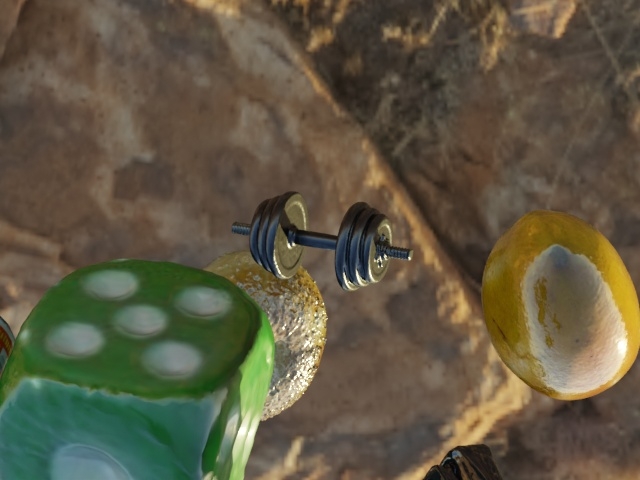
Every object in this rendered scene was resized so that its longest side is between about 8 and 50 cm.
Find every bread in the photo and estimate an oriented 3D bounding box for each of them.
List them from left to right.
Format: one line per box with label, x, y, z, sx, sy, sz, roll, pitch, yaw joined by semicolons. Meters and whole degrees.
bread;-0.114;0.167;2.198;0.306;0.159;0.305;-11;114;-27

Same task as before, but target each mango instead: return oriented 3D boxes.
mango;0.179;0.045;0.992;0.112;0.144;0.219;-24;159;2

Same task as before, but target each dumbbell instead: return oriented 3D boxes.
dumbbell;0.000;0.000;1.427;0.209;0.099;0.099;9;144;21

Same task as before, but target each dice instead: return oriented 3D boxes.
dice;-0.230;0.213;1.673;0.287;0.300;0.297;13;125;9

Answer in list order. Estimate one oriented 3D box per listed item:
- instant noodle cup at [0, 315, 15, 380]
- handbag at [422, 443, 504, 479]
instant noodle cup;-0.501;0.187;1.707;0.193;0.212;0.193;13;140;11
handbag;0.172;0.412;1.618;0.088;0.244;0.275;-2;138;-31
